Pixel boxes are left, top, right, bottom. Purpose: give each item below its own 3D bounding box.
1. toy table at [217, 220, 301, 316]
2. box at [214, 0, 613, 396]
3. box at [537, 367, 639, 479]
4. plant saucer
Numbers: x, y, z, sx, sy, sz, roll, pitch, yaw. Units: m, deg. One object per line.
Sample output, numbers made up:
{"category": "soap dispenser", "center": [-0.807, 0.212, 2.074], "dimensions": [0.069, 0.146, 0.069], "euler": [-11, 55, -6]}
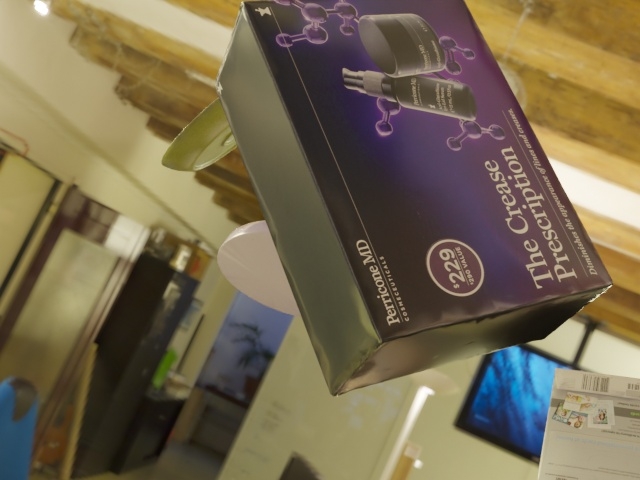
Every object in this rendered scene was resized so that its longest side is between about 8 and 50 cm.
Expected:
{"category": "toy table", "center": [0.000, 0.000, 1.342], "dimensions": [0.274, 0.161, 0.252], "euler": [14, -42, 24]}
{"category": "box", "center": [0.056, -0.045, 0.644], "dimensions": [0.184, 0.261, 0.103], "euler": [-12, -24, -23]}
{"category": "box", "center": [0.317, 0.230, 0.992], "dimensions": [0.145, 0.186, 0.038], "euler": [4, -46, 19]}
{"category": "plant saucer", "center": [-0.128, -0.174, 1.338], "dimensions": [0.037, 0.241, 0.241], "euler": [50, -8, 1]}
